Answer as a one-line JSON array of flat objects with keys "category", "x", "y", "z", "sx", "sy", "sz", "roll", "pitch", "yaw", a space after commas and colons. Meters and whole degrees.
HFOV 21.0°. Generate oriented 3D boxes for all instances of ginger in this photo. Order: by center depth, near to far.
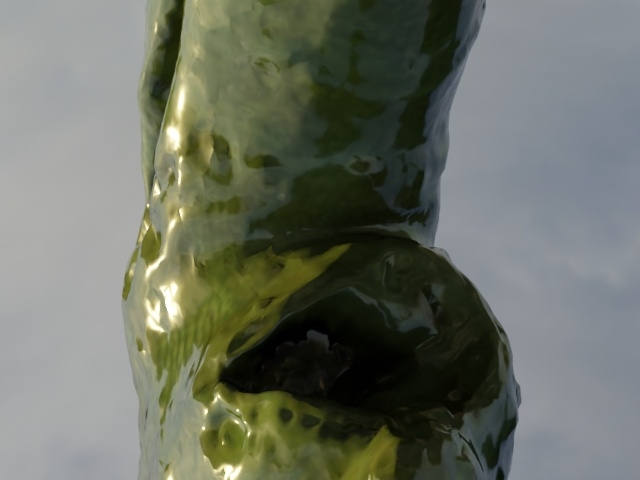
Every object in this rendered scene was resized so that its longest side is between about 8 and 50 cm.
[{"category": "ginger", "x": 0.001, "y": 0.005, "z": 0.388, "sx": 0.089, "sy": 0.290, "sz": 0.137, "roll": 5, "pitch": -175, "yaw": -7}]
